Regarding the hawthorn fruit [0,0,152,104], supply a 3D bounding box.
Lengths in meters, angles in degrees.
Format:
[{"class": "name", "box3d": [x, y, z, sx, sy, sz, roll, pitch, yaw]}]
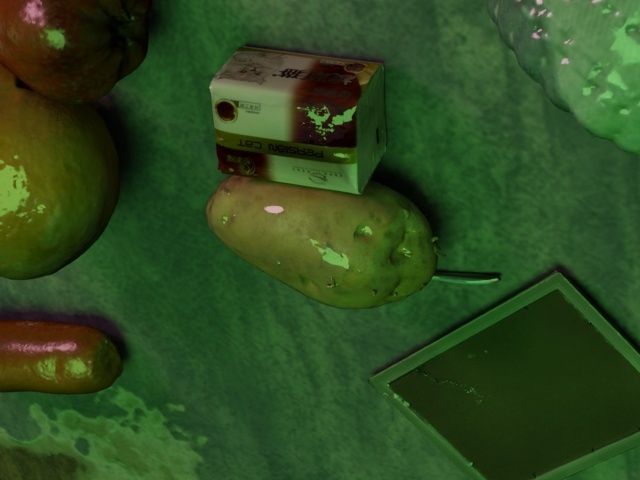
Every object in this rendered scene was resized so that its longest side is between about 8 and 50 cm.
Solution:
[{"class": "hawthorn fruit", "box3d": [-0.265, -0.223, 1.259, 0.204, 0.162, 0.162, 18, 132, 31]}]

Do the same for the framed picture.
[{"class": "framed picture", "box3d": [0.226, 0.168, 1.419, 0.231, 0.018, 0.293, 45, 129, -13]}]

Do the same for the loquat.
[{"class": "loquat", "box3d": [-0.319, -0.071, 1.363, 0.238, 0.193, 0.238, -1, 116, -2]}]

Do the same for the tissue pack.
[{"class": "tissue pack", "box3d": [-0.020, -0.117, 1.254, 0.149, 0.099, 0.106, 9, 128, 18]}]

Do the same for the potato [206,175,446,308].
[{"class": "potato", "box3d": [0.000, -0.003, 1.306, 0.235, 0.128, 0.161, 27, 146, -5]}]

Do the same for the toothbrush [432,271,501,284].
[{"class": "toothbrush", "box3d": [0.097, 0.039, 1.378, 0.193, 0.013, 0.019, 0, 131, 24]}]

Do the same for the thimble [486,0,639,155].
[{"class": "thimble", "box3d": [0.264, -0.180, 1.014, 0.250, 0.205, 0.172, 48, 125, 6]}]

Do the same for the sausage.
[{"class": "sausage", "box3d": [-0.360, 0.144, 1.608, 0.238, 0.098, 0.098, 1, 125, 22]}]
